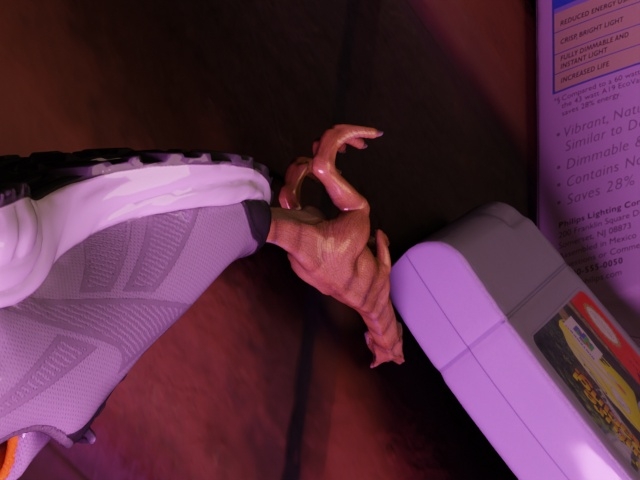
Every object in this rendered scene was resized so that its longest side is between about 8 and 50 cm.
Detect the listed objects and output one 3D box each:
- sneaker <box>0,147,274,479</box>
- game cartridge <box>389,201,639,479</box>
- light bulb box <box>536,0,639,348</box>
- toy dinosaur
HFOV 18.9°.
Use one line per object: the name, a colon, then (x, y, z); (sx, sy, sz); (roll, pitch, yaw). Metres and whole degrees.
sneaker: (-0.102, 0.023, 0.696); (0.271, 0.100, 0.108); (-23, 108, -61)
game cartridge: (0.157, 0.108, 1.062); (0.294, 0.060, 0.196); (50, 23, 4)
light bulb box: (0.353, -0.074, 1.349); (0.225, 0.358, 0.361); (50, 34, -42)
toy dinosaur: (0.000, 0.000, 0.933); (0.211, 0.064, 0.112); (34, 46, -52)
